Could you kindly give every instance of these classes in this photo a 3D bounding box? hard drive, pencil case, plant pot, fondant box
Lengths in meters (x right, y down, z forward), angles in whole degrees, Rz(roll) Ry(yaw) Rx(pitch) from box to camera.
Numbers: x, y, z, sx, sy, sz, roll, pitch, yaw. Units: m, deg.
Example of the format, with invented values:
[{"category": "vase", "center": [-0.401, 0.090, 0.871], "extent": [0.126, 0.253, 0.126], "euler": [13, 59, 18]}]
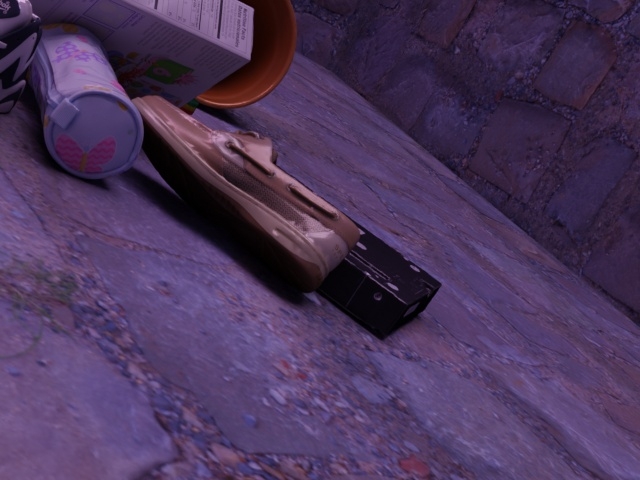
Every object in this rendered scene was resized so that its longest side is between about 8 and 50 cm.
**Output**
[{"category": "hard drive", "center": [0.000, 0.000, 1.362], "extent": [0.339, 0.064, 0.237], "euler": [37, 14, 11]}, {"category": "pencil case", "center": [-0.301, -0.181, 1.186], "extent": [0.124, 0.113, 0.273], "euler": [57, -2, -38]}, {"category": "plant pot", "center": [-0.220, -0.417, 1.924], "extent": [0.291, 0.290, 0.203], "euler": [26, -1, -29]}, {"category": "fondant box", "center": [-0.296, -0.304, 1.349], "extent": [0.330, 0.238, 0.096], "euler": [20, 62, -36]}]

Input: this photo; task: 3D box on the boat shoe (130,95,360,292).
[{"category": "boat shoe", "center": [-0.103, -0.078, 1.217], "extent": [0.341, 0.110, 0.121], "euler": [41, -21, 9]}]

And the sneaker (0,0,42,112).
[{"category": "sneaker", "center": [-0.392, -0.227, 1.063], "extent": [0.094, 0.153, 0.235], "euler": [36, 14, 18]}]

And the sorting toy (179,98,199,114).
[{"category": "sorting toy", "center": [-0.329, -0.266, 1.571], "extent": [0.275, 0.046, 0.132], "euler": [29, 14, -18]}]
